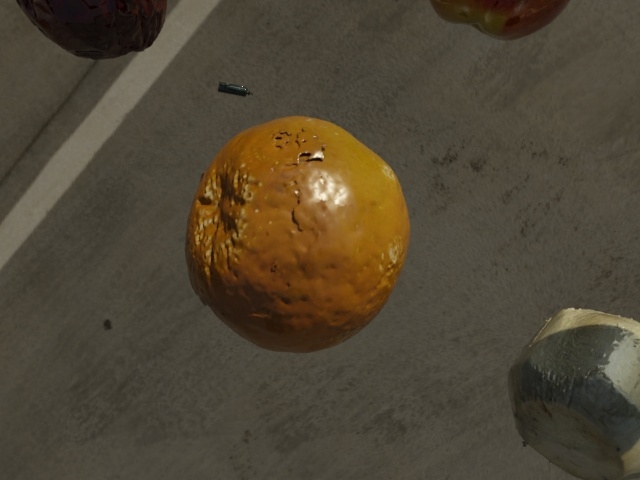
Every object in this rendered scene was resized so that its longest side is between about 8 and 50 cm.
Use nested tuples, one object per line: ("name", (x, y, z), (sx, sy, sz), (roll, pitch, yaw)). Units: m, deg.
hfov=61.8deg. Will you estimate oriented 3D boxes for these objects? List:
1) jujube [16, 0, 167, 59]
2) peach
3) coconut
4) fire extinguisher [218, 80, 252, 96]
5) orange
("jujube", (-0.335, -0.420, 0.710), (0.217, 0.342, 0.216), (-3, 47, 3))
("peach", (0.220, -0.339, 0.626), (0.190, 0.190, 0.192), (24, 108, 24))
("coconut", (0.434, 0.228, 0.846), (0.245, 0.245, 0.247), (34, 54, 24))
("fire extinguisher", (-0.199, -0.356, 1.264), (0.083, 0.038, 0.025), (8, 84, -15))
("orange", (-0.023, -0.005, 0.502), (0.219, 0.193, 0.219), (8, 100, 61))
